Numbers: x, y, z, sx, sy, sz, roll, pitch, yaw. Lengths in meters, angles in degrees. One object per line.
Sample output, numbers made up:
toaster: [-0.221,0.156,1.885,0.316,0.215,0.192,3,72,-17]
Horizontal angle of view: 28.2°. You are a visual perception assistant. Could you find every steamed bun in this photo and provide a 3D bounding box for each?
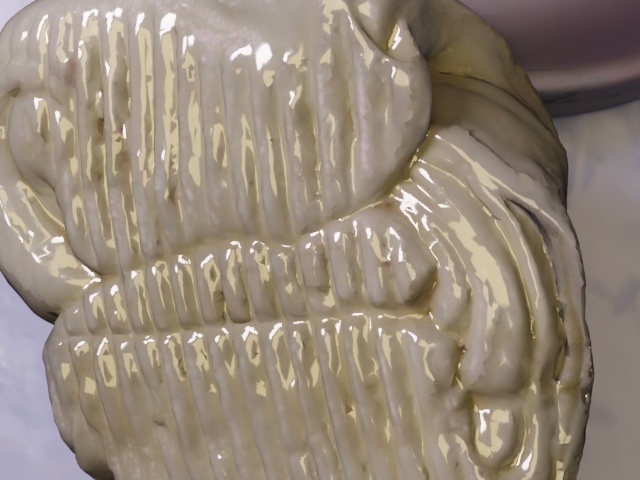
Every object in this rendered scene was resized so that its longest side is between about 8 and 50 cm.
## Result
steamed bun: [-0.001,-0.002,0.454,0.218,0.144,0.211,-8,97,31]

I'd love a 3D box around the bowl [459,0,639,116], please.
bowl: [0.078,-0.199,0.463,0.287,0.144,0.287,-1,84,6]
